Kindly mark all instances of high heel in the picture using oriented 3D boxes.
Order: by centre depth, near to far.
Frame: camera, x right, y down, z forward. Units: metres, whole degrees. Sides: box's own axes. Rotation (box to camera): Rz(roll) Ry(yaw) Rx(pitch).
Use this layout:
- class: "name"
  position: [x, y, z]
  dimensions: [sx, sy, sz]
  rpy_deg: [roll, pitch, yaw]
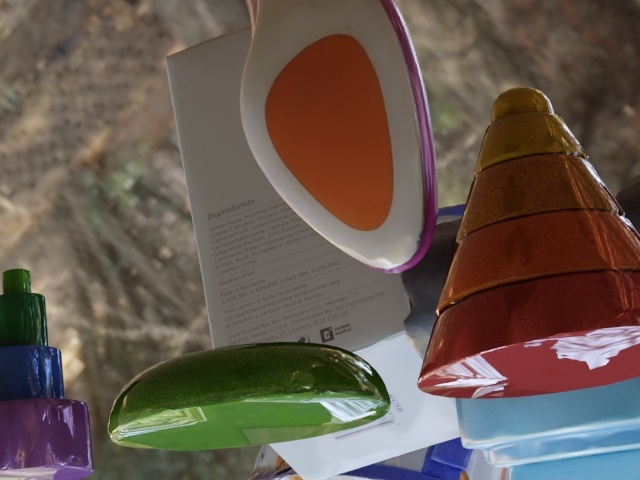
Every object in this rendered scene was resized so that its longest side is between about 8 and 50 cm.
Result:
- class: "high heel"
  position: [0.018, -0.145, 1.106]
  dimensions: [0.127, 0.377, 0.181]
  rpy_deg: [-26, 162, 23]

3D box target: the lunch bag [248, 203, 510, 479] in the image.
- class: "lunch bag"
  position: [0.119, 0.155, 1.790]
  dimensions: [0.328, 0.239, 0.385]
  rpy_deg: [-70, -168, -20]

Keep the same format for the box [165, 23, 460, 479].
- class: "box"
  position: [0.000, 0.000, 1.431]
  dimensions: [0.168, 0.345, 0.215]
  rpy_deg: [-19, 148, 10]

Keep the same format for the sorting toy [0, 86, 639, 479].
- class: "sorting toy"
  position: [-0.016, 0.022, 0.739]
  dimensions: [0.365, 0.126, 0.127]
  rpy_deg: [-14, 163, 25]

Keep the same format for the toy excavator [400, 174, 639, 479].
- class: "toy excavator"
  position: [0.277, 0.194, 1.095]
  dimensions: [0.222, 0.445, 0.433]
  rpy_deg: [-13, 169, 42]
